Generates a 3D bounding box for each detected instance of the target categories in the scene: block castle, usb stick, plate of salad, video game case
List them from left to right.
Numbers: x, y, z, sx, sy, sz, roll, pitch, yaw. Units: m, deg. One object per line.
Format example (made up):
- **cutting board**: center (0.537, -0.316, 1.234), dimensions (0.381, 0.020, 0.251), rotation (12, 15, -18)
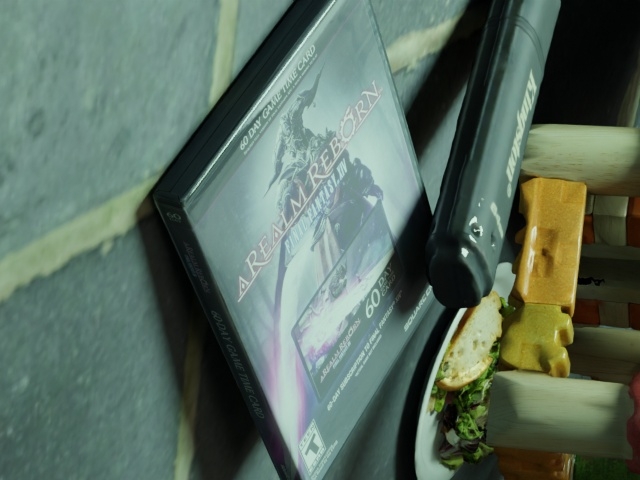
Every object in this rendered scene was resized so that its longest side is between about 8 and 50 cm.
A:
- **video game case**: center (0.000, 0.000, 1.016), dimensions (0.196, 0.026, 0.274), rotation (-56, 146, -30)
- **plate of salad**: center (0.132, 0.116, 1.411), dimensions (0.200, 0.048, 0.200), rotation (-47, 147, -44)
- **usb stick**: center (0.118, -0.082, 1.155), dimensions (0.077, 0.045, 0.278), rotation (76, 26, -52)
- **block castle**: center (0.273, 0.117, 1.406), dimensions (0.453, 0.212, 0.303), rotation (69, 28, -60)
